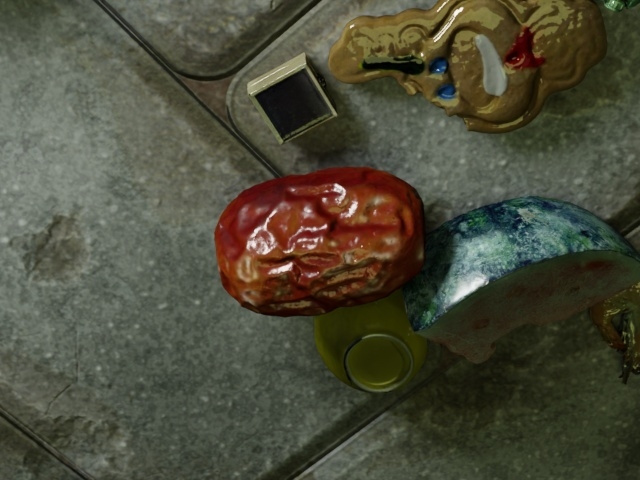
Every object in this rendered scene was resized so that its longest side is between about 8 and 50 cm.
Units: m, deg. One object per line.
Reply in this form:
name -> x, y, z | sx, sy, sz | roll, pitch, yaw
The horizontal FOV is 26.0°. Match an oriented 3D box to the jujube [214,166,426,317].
jujube -> 0.000, 0.000, 1.632 | 0.250, 0.174, 0.174 | -8, 121, 8

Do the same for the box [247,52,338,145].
box -> -0.030, -0.165, 1.610 | 0.083, 0.035, 0.079 | -28, 119, 11

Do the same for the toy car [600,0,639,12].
toy car -> 0.294, -0.319, 1.538 | 0.186, 0.058, 0.093 | 13, 118, -26

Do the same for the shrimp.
shrimp -> 0.400, 0.112, 1.808 | 0.099, 0.041, 0.180 | -3, 121, -2

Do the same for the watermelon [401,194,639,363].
watermelon -> 0.241, 0.043, 1.726 | 0.318, 0.148, 0.226 | -12, 139, -14

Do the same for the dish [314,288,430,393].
dish -> 0.068, 0.133, 1.769 | 0.148, 0.080, 0.208 | -26, 121, 9

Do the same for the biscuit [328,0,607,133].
biscuit -> 0.170, -0.213, 1.598 | 0.319, 0.047, 0.183 | 6, 117, -7
